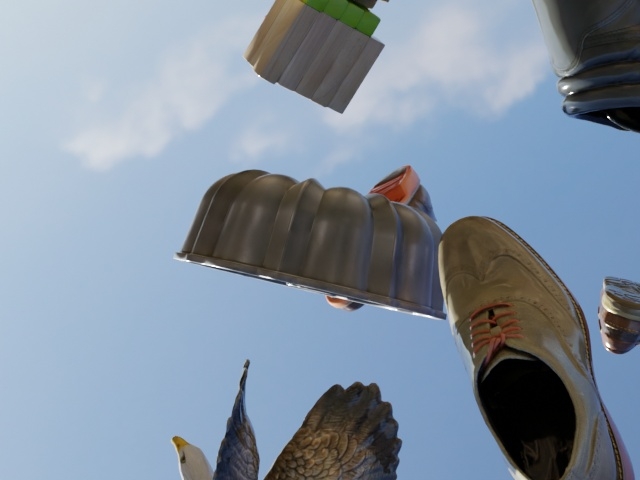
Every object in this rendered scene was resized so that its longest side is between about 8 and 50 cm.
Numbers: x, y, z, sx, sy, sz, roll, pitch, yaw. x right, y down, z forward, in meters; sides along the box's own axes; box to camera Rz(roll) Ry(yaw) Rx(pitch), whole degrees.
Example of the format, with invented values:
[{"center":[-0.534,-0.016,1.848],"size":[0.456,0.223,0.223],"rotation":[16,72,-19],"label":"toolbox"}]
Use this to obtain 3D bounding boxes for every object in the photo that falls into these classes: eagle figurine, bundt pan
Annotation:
[{"center":[-0.078,0.268,1.202],"size":[0.298,0.225,0.226],"rotation":[-42,-173,25],"label":"eagle figurine"},{"center":[0.000,0.000,1.439],"size":[0.331,0.124,0.331],"rotation":[13,176,1],"label":"bundt pan"}]

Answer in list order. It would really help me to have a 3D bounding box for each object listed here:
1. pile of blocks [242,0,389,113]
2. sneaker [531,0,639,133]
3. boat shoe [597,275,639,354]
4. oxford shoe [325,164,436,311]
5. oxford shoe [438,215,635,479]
[{"center":[0.009,-0.310,1.173],"size":[0.149,0.362,0.112],"rotation":[-4,-150,-24],"label":"pile of blocks"},{"center":[0.278,-0.153,0.900],"size":[0.295,0.147,0.104],"rotation":[-8,-178,-25],"label":"sneaker"},{"center":[0.312,0.076,1.253],"size":[0.064,0.060,0.178],"rotation":[18,-169,16],"label":"boat shoe"},{"center":[0.117,0.015,1.992],"size":[0.130,0.133,0.364],"rotation":[-27,-161,37],"label":"oxford shoe"},{"center":[0.184,0.096,1.118],"size":[0.123,0.130,0.348],"rotation":[-32,-128,12],"label":"oxford shoe"}]
